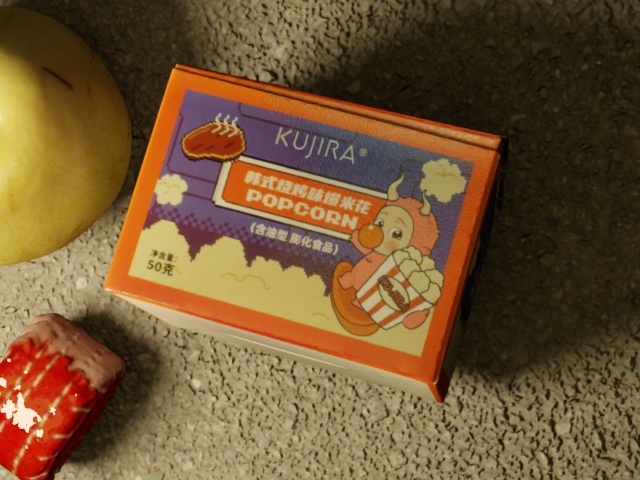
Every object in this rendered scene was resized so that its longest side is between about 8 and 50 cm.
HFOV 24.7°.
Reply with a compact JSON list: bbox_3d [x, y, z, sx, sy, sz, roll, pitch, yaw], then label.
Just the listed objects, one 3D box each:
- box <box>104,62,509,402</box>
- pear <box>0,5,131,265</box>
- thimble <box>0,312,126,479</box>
[{"bbox_3d":[0.000,0.000,1.565,0.348,0.318,0.257,15,81,10],"label":"box"},{"bbox_3d":[-0.369,-0.120,1.655,0.309,0.309,0.309,1,96,10],"label":"pear"},{"bbox_3d":[-0.329,0.188,1.739,0.125,0.163,0.189,34,101,4],"label":"thimble"}]
